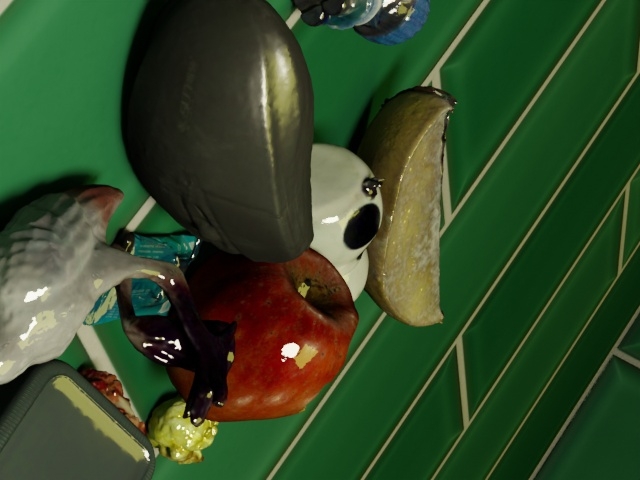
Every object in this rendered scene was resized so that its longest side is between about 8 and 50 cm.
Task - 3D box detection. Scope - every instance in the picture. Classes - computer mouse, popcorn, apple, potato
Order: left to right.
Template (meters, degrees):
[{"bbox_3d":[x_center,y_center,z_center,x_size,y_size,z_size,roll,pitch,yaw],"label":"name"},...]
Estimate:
[{"bbox_3d":[-0.122,0.166,1.613,0.083,0.059,0.068,-59,162,-32],"label":"popcorn"},{"bbox_3d":[-0.077,-0.067,1.296,0.086,0.137,0.269,-53,158,-34],"label":"computer mouse"},{"bbox_3d":[-0.060,0.083,1.513,0.158,0.156,0.147,-42,154,26],"label":"apple"},{"bbox_3d":[0.054,-0.025,1.712,0.100,0.120,0.261,-33,134,-39],"label":"potato"}]

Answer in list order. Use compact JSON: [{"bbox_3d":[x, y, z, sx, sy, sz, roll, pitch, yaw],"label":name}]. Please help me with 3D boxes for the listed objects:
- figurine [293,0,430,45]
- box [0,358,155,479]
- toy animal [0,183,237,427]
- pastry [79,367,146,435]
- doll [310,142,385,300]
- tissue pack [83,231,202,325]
[{"bbox_3d":[0.040,-0.207,1.490,0.086,0.087,0.149,-29,177,30],"label":"figurine"},{"bbox_3d":[-0.217,0.189,1.241,0.144,0.090,0.201,49,57,-30],"label":"box"},{"bbox_3d":[-0.195,0.044,1.184,0.324,0.195,0.090,-2,145,-38],"label":"toy animal"},{"bbox_3d":[-0.211,0.192,1.385,0.208,0.097,0.115,-43,164,-45],"label":"pastry"},{"bbox_3d":[-0.002,-0.005,1.613,0.181,0.107,0.110,103,3,-52],"label":"doll"},{"bbox_3d":[-0.139,0.030,1.439,0.138,0.028,0.085,-2,119,-64],"label":"tissue pack"}]
